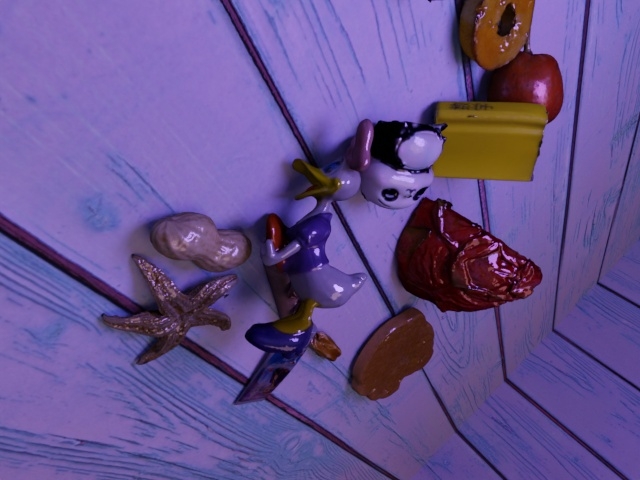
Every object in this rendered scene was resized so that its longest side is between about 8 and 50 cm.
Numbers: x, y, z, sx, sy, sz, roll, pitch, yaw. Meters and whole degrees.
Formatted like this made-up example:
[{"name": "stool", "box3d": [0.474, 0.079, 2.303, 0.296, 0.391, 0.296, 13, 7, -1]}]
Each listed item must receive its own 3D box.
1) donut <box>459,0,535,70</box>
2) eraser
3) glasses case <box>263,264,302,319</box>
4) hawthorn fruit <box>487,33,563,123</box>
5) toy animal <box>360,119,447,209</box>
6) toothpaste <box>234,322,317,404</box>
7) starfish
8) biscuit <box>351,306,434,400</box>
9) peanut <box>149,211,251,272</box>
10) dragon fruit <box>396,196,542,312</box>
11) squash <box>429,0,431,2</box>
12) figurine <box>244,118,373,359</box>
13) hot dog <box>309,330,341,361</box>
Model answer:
[{"name": "donut", "box3d": [0.330, -0.421, 0.837, 0.162, 0.065, 0.178, -21, 130, -22]}, {"name": "eraser", "box3d": [0.339, -0.205, 0.921, 0.069, 0.226, 0.158, -74, 164, -44]}, {"name": "glasses case", "box3d": [-0.042, 0.105, 0.918, 0.102, 0.070, 0.193, -31, 137, -22]}, {"name": "hawthorn fruit", "box3d": [0.435, -0.374, 0.921, 0.165, 0.165, 0.285, -22, 123, -29]}, {"name": "toy animal", "box3d": [0.160, -0.145, 0.850, 0.166, 0.138, 0.179, 3, 115, -24]}, {"name": "toothpaste", "box3d": [-0.101, 0.292, 1.034, 0.096, 0.061, 0.266, 15, 116, -48]}, {"name": "starfish", "box3d": [-0.251, 0.127, 0.772, 0.236, 0.062, 0.277, -39, 144, -3]}, {"name": "biscuit", "box3d": [0.228, 0.360, 1.372, 0.312, 0.057, 0.351, -47, 139, -1]}, {"name": "peanut", "box3d": [-0.183, 0.005, 0.709, 0.082, 0.082, 0.187, -54, 141, 6]}, {"name": "dragon fruit", "box3d": [0.372, 0.026, 1.088, 0.240, 0.330, 0.302, -53, 143, -30]}, {"name": "squash", "box3d": [0.138, -0.434, 0.621, 0.187, 0.123, 0.123, 4, 118, -44]}, {"name": "figurine", "box3d": [-0.005, 0.004, 0.766, 0.193, 0.154, 0.420, 8, 91, -4]}, {"name": "hot dog", "box3d": [0.009, 0.268, 1.120, 0.056, 0.041, 0.133, -44, 132, -6]}]
